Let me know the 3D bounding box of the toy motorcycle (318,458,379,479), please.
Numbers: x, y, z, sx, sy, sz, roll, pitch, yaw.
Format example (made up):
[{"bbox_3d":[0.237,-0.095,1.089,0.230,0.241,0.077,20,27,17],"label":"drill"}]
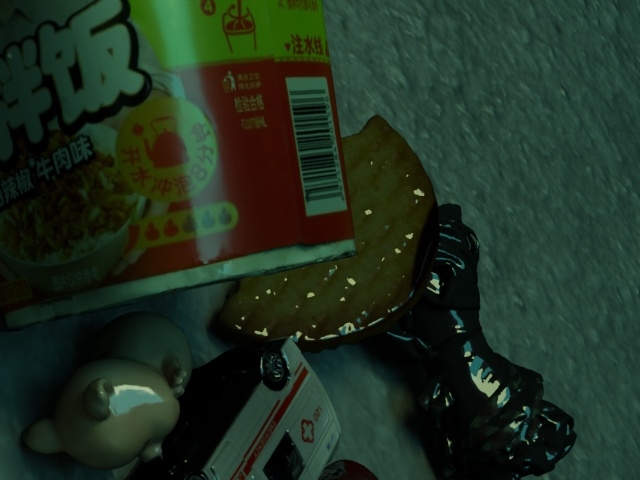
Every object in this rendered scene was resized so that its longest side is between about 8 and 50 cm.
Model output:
[{"bbox_3d":[0.040,0.234,1.121,0.213,0.082,0.122,32,60,-47],"label":"toy motorcycle"}]

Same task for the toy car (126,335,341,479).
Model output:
[{"bbox_3d":[-0.065,0.160,1.028,0.108,0.089,0.209,58,36,-19],"label":"toy car"}]

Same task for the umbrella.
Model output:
[{"bbox_3d":[0.101,0.076,1.248,0.272,0.122,0.110,64,-5,2],"label":"umbrella"}]

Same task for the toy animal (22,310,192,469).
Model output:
[{"bbox_3d":[-0.128,0.095,0.989,0.089,0.083,0.150,22,25,4],"label":"toy animal"}]

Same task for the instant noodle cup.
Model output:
[{"bbox_3d":[-0.119,-0.115,0.978,0.294,0.294,0.307,-10,87,-50],"label":"instant noodle cup"}]

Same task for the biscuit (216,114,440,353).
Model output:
[{"bbox_3d":[0.000,0.001,1.180,0.229,0.031,0.176,-27,65,-26],"label":"biscuit"}]
